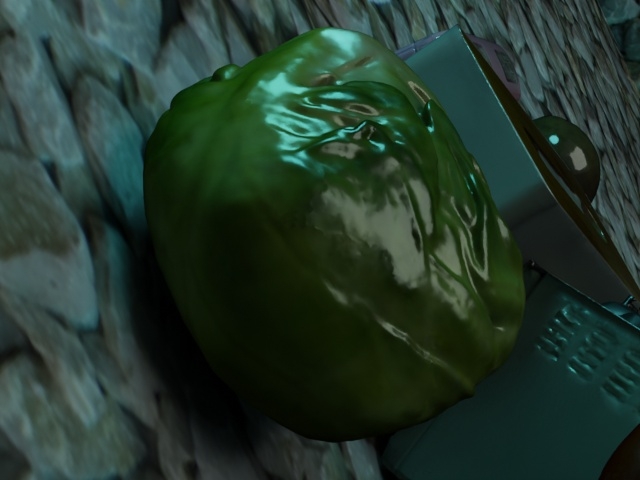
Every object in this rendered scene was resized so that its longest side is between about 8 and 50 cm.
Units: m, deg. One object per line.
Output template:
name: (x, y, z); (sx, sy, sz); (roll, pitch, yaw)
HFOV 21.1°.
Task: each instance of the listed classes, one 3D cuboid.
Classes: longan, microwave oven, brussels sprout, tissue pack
longan: (0.217, -0.060, 1.652); (0.119, 0.106, 0.106); (113, -27, -52)
microwave oven: (0.219, 0.170, 1.102); (0.237, 0.181, 0.295); (33, -6, 38)
brussels sprout: (0.000, 0.000, 0.872); (0.223, 0.161, 0.223); (31, 34, -24)
tissue pack: (0.111, -0.001, 1.165); (0.246, 0.136, 0.159); (42, 19, -53)

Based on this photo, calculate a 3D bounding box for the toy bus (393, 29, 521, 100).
toy bus: (0.104, -0.127, 1.406); (0.063, 0.090, 0.203); (68, 17, 5)

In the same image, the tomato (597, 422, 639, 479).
tomato: (0.212, 0.157, 0.846); (0.167, 0.167, 0.167); (54, 22, -34)
